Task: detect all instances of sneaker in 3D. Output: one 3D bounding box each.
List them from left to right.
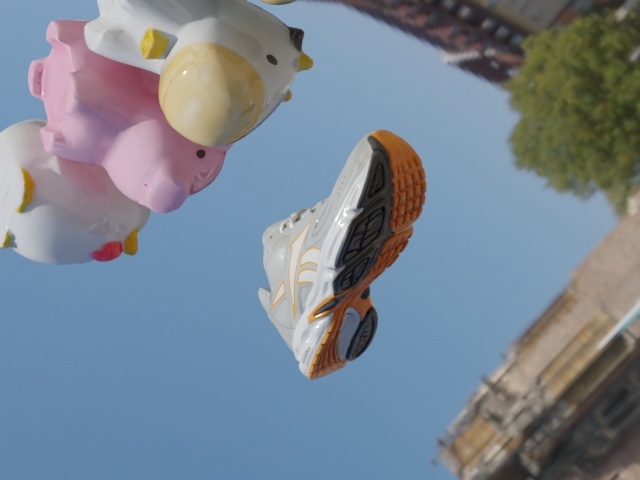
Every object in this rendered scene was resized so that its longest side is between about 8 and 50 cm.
[{"bbox_3d":[0.000,0.000,1.079,0.099,0.262,0.121,-22,-126,-40],"label":"sneaker"}]

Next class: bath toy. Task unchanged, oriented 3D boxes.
[{"bbox_3d":[-0.101,-0.088,0.780,0.129,0.348,0.151,1,-120,-34],"label":"bath toy"}]
